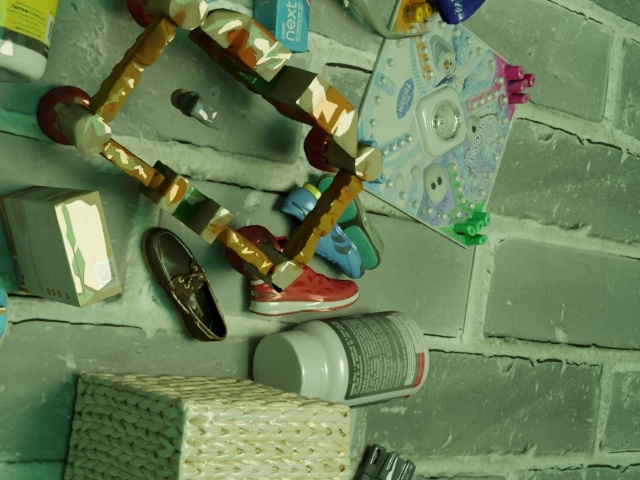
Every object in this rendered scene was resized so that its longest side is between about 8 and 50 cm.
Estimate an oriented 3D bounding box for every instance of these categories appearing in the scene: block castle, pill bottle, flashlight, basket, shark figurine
[{"bbox_3d":[-0.155,-0.159,1.561,0.453,0.213,0.303,37,88,-30],"label":"block castle"},{"bbox_3d":[0.036,0.211,1.797,0.283,0.161,0.161,-3,96,-40],"label":"pill bottle"},{"bbox_3d":[0.088,0.538,1.917,0.304,0.103,0.103,-64,154,-17],"label":"flashlight"},{"bbox_3d":[-0.164,0.346,1.534,0.331,0.328,0.266,10,86,-40],"label":"basket"},{"bbox_3d":[-0.418,-0.383,1.333,0.188,0.188,0.334,12,86,-41],"label":"pill bottle"},{"bbox_3d":[0.088,-0.442,1.776,0.278,0.116,0.166,60,28,-21],"label":"shark figurine"}]

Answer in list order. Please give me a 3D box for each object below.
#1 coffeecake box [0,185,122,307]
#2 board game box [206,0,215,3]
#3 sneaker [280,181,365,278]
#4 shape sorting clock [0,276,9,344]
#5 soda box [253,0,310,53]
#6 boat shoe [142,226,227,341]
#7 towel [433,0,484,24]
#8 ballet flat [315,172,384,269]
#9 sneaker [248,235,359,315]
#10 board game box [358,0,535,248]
[{"bbox_3d":[-0.358,0.004,1.424,0.068,0.185,0.142,-23,109,-37],"label":"coffeecake box"},{"bbox_3d":[-0.196,-0.416,1.624,0.154,0.026,0.103,-28,112,-35],"label":"board game box"},{"bbox_3d":[0.000,0.000,1.811,0.082,0.069,0.209,-45,119,-20],"label":"sneaker"},{"bbox_3d":[-0.515,0.101,1.395,0.206,0.040,0.206,-4,97,-40],"label":"shape sorting clock"},{"bbox_3d":[-0.061,-0.415,1.713,0.071,0.067,0.210,1,94,-40],"label":"soda box"},{"bbox_3d":[-0.205,0.069,1.637,0.073,0.073,0.207,-41,118,-29],"label":"boat shoe"},{"bbox_3d":[0.223,-0.564,1.914,0.227,0.076,0.308,-44,114,-46],"label":"towel"},{"bbox_3d":[0.052,-0.043,1.858,0.213,0.072,0.068,62,27,-27],"label":"ballet flat"},{"bbox_3d":[-0.022,0.054,1.782,0.221,0.087,0.128,-7,100,-41],"label":"sneaker"},{"bbox_3d":[0.241,-0.227,2.001,0.390,0.050,0.390,27,76,-39],"label":"board game box"}]
